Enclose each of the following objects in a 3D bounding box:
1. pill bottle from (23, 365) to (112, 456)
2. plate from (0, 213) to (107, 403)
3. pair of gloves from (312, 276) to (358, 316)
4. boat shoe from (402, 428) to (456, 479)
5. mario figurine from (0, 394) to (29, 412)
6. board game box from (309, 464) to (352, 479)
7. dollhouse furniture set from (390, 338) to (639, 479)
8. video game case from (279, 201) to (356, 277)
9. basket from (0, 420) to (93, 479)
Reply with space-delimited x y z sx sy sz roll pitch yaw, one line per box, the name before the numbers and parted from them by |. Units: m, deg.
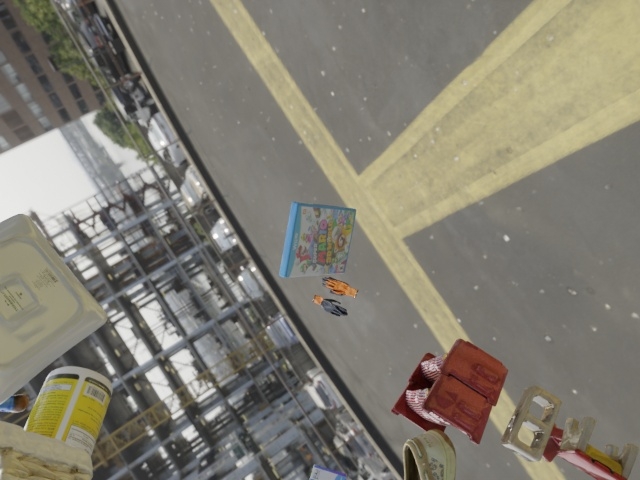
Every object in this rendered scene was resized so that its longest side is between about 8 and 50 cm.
pill bottle | -0.707 0.531 1.395 0.333 0.188 0.187 -88 -13 -46
plate | -0.565 0.111 0.936 0.045 0.278 0.277 -27 103 38
pair of gloves | 0.027 0.109 0.985 0.074 0.010 0.083 24 124 3
boat shoe | 0.190 0.497 0.954 0.105 0.090 0.284 -1 90 60
mario figurine | -0.935 0.422 1.412 0.198 0.170 0.320 30 177 16
board game box | -0.005 0.700 1.129 0.078 0.346 0.233 9 150 20
dollhouse furniture set | 0.350 0.357 0.974 0.374 0.152 0.201 32 158 6
video game case | 0.000 0.000 0.854 0.015 0.166 0.119 16 99 36
basket | -0.415 0.345 0.436 0.328 0.331 0.266 43 -179 -42
